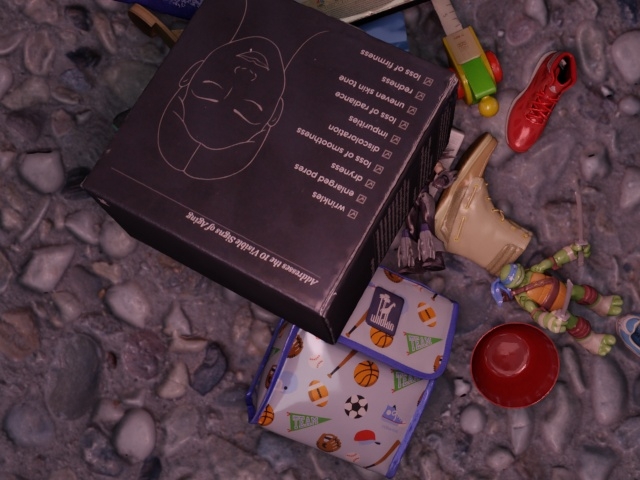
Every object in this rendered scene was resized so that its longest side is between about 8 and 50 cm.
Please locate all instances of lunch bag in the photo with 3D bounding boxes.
[{"bbox_3d":[0.067,0.235,1.754,0.328,0.239,0.385,25,91,-11],"label":"lunch bag"}]

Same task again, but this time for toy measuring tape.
[{"bbox_3d":[0.285,-0.388,1.766,0.121,0.121,0.330,-23,72,5],"label":"toy measuring tape"}]

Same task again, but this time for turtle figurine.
[{"bbox_3d":[0.507,0.105,1.710,0.266,0.197,0.274,31,122,-23],"label":"turtle figurine"}]

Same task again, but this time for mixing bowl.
[{"bbox_3d":[0.399,0.250,1.811,0.182,0.098,0.181,0,97,2],"label":"mixing bowl"}]

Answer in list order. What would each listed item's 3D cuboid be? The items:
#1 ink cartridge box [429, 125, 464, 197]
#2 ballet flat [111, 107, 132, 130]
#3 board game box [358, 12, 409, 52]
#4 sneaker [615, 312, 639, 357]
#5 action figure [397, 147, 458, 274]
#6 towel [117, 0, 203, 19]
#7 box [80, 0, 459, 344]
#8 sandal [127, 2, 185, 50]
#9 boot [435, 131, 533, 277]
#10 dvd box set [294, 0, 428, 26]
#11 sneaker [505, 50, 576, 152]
[{"bbox_3d":[0.202,-0.175,1.815,0.145,0.045,0.179,24,115,-1],"label":"ink cartridge box"},{"bbox_3d":[-0.349,-0.198,1.815,0.074,0.074,0.203,-43,90,6],"label":"ballet flat"},{"bbox_3d":[0.115,-0.399,1.790,0.133,0.033,0.168,-9,91,9],"label":"board game box"},{"bbox_3d":[0.722,0.236,1.802,0.237,0.086,0.085,34,95,-3],"label":"sneaker"},{"bbox_3d":[0.196,-0.078,1.729,0.185,0.099,0.285,-14,75,42],"label":"action figure"},{"bbox_3d":[-0.325,-0.585,1.775,0.308,0.076,0.227,15,104,1],"label":"towel"},{"bbox_3d":[-0.074,-0.143,1.562,0.480,0.297,0.471,28,76,13],"label":"box"},{"bbox_3d":[-0.280,-0.417,1.781,0.240,0.088,0.079,41,75,-6],"label":"sandal"},{"bbox_3d":[0.352,-0.070,1.779,0.203,0.095,0.262,27,101,0],"label":"boot"},{"bbox_3d":[0.025,-0.636,1.732,0.308,0.062,0.420,-19,90,6],"label":"dvd box set"},{"bbox_3d":[0.441,-0.282,1.737,0.087,0.128,0.221,20,96,0],"label":"sneaker"}]
